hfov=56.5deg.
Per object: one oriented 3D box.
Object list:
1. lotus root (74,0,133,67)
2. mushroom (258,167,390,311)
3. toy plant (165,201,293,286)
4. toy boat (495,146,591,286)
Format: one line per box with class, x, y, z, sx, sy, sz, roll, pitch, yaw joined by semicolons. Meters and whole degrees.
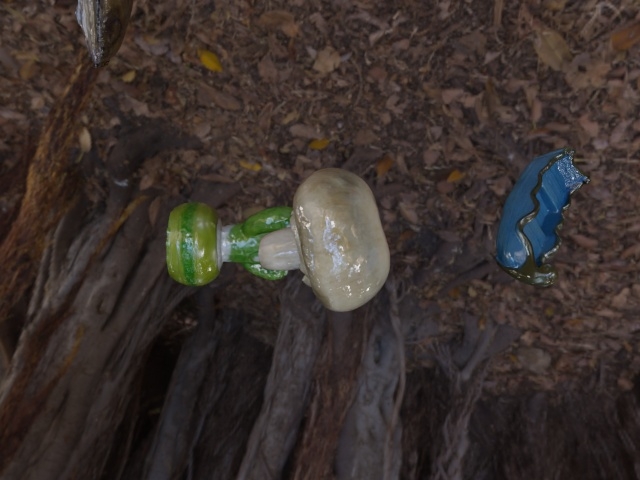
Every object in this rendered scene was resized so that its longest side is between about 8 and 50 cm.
lotus root;-0.288;-0.395;0.809;0.078;0.167;0.329;-10;135;-28
mushroom;0.000;0.000;1.081;0.234;0.260;0.254;-13;128;5
toy plant;-0.170;0.013;1.322;0.316;0.184;0.224;0;139;-4
toy boat;0.260;-0.026;0.682;0.077;0.185;0.075;0;138;51
